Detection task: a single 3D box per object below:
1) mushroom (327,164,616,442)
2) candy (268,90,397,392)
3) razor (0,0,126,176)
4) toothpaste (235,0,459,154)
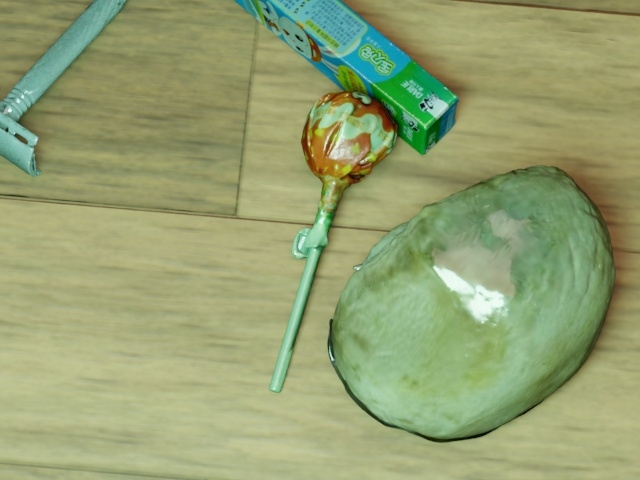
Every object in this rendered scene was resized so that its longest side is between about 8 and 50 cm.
[{"bbox_3d":[0.141,0.049,1.581,0.267,0.164,0.189,-20,68,-10],"label":"mushroom"},{"bbox_3d":[0.001,0.001,1.659,0.084,0.078,0.287,19,76,-15],"label":"candy"},{"bbox_3d":[-0.242,-0.172,1.727,0.106,0.068,0.232,34,64,11],"label":"razor"},{"bbox_3d":[0.014,-0.189,1.730,0.267,0.065,0.050,41,72,14],"label":"toothpaste"}]
